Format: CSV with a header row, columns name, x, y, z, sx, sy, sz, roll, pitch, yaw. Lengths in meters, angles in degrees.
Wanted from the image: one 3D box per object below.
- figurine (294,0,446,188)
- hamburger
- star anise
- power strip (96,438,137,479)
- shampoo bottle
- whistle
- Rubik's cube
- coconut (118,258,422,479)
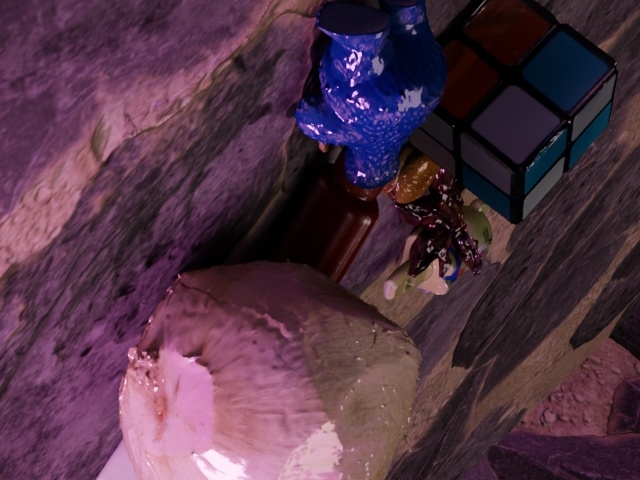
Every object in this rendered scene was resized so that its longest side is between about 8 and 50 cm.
name,x,y,z,sx,sy,sz,roll,pitch,yaw
figurine,0.059,-0.137,1.668,0.164,0.121,0.262,-36,151,-12
hamburger,0.113,-0.082,2.077,0.076,0.044,0.083,-28,150,-52
star anise,0.149,-0.019,2.221,0.157,0.053,0.212,-30,126,-37
power strip,-0.135,0.259,2.105,0.091,0.062,0.385,-55,159,16
shampoo bottle,0.000,0.000,1.871,0.064,0.102,0.260,9,124,-37
whistle,0.163,0.019,2.343,0.227,0.085,0.105,-34,148,-42
Rubik's cube,0.212,-0.155,1.943,0.183,0.180,0.167,-49,164,-10
coconut,-0.064,0.165,1.742,0.297,0.297,0.255,-55,153,15
